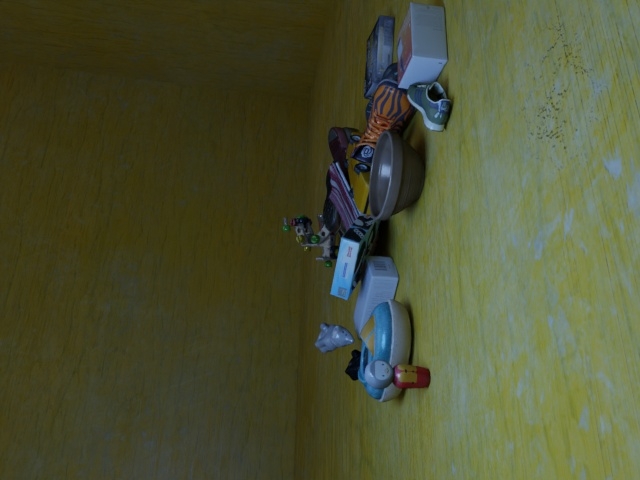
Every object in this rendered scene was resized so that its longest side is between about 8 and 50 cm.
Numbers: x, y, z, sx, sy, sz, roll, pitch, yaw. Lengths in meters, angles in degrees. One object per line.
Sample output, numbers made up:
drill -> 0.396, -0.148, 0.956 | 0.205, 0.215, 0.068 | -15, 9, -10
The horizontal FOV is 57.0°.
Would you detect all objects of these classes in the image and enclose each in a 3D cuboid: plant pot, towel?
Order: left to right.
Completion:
towel -> 0.090, -0.115, 2.073 | 0.329, 0.037, 0.237 | 85, 161, -75
plant pot -> 0.206, -0.167, 1.559 | 0.237, 0.109, 0.238 | -174, 90, -83

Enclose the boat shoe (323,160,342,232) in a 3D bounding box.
boat shoe -> 0.088, -0.179, 2.356 | 0.122, 0.119, 0.324 | 129, 151, -55

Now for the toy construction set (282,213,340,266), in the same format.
toy construction set -> 0.000, 0.000, 2.625 | 0.309, 0.257, 0.238 | -13, -83, -77

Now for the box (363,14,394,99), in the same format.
box -> 0.203, -0.635, 2.062 | 0.183, 0.056, 0.231 | 140, 135, -79

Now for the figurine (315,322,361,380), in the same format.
figurine -> 0.092, 0.331, 1.771 | 0.092, 0.215, 0.209 | -49, 3, -18

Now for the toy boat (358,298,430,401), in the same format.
toy boat -> 0.158, 0.289, 1.467 | 0.318, 0.148, 0.268 | -134, 50, -80

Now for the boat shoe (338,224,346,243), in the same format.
boat shoe -> 0.094, -0.013, 2.439 | 0.153, 0.048, 0.056 | -94, 12, -48

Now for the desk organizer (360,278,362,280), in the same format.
desk organizer -> 0.143, 0.083, 2.053 | 0.130, 0.047, 0.050 | -98, 18, -57

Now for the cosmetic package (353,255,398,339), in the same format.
cosmetic package -> 0.162, 0.174, 1.747 | 0.117, 0.085, 0.231 | -98, 14, -59

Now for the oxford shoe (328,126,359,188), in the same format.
oxford shoe -> 0.140, -0.254, 2.094 | 0.123, 0.130, 0.349 | -39, 65, 62

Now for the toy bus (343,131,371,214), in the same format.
toy bus -> 0.155, -0.218, 1.866 | 0.333, 0.130, 0.108 | -95, 12, -51

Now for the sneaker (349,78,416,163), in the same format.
sneaker -> 0.173, -0.306, 1.665 | 0.180, 0.124, 0.321 | -61, -10, -17

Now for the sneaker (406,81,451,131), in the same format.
sneaker -> 0.267, -0.347, 1.417 | 0.192, 0.064, 0.086 | -106, 23, -45

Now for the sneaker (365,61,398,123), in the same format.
sneaker -> 0.201, -0.406, 1.784 | 0.267, 0.101, 0.106 | 106, 164, -53

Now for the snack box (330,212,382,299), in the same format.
snack box -> 0.120, 0.021, 1.781 | 0.322, 0.060, 0.187 | -50, -27, -59

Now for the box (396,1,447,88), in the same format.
box -> 0.255, -0.490, 1.497 | 0.130, 0.090, 0.171 | 114, 160, -65
